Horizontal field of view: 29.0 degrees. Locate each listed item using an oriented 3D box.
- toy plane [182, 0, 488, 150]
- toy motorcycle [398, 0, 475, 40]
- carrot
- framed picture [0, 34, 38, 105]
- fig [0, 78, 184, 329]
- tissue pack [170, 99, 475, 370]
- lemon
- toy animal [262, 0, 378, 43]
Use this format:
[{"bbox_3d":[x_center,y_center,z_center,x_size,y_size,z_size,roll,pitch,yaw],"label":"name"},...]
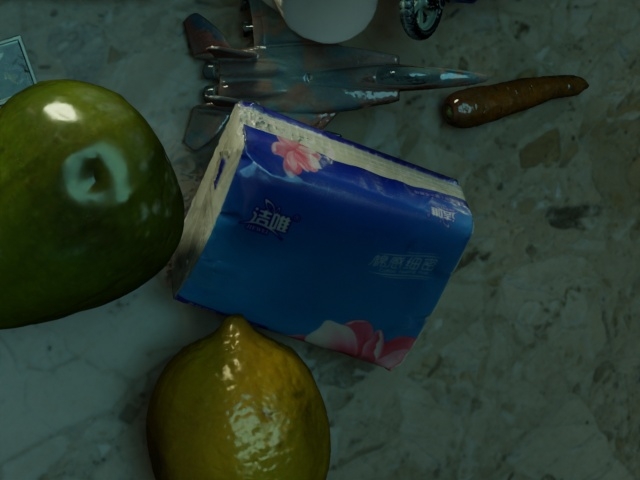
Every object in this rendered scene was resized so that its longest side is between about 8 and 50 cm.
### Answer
[{"bbox_3d":[0.014,-0.172,1.337,0.326,0.104,0.223,0,88,-4],"label":"toy plane"},{"bbox_3d":[0.164,-0.352,1.363,0.315,0.113,0.169,-47,136,-39],"label":"toy motorcycle"},{"bbox_3d":[0.230,-0.168,1.456,0.191,0.047,0.047,-14,92,-22],"label":"carrot"},{"bbox_3d":[-0.343,-0.170,1.280,0.089,0.006,0.066,-20,94,-18],"label":"framed picture"},{"bbox_3d":[-0.289,-0.031,1.190,0.314,0.233,0.233,-11,91,3],"label":"fig"},{"bbox_3d":[0.000,0.000,1.288,0.270,0.137,0.209,20,111,-18],"label":"tissue pack"},{"bbox_3d":[-0.080,0.201,1.257,0.188,0.188,0.256,-9,99,-19],"label":"lemon"},{"bbox_3d":[-0.010,-0.312,1.300,0.131,0.221,0.104,7,130,-10],"label":"toy animal"}]
